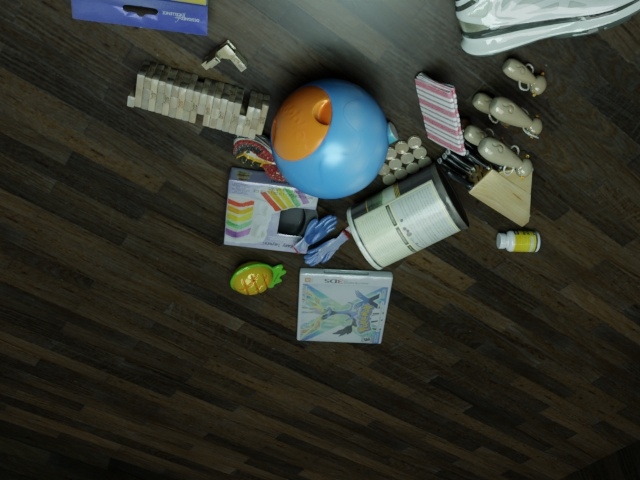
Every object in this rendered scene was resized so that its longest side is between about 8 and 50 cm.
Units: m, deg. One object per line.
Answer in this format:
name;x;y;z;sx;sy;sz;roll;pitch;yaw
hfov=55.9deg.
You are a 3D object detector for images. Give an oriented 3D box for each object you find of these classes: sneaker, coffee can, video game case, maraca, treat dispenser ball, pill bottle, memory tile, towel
sneaker;-0.135;-0.234;1.611;0.088;0.092;0.225;-36;138;27
coffee can;0.240;-0.065;1.664;0.275;0.201;0.201;-27;125;19
video game case;0.074;0.226;2.031;0.300;0.036;0.328;3;131;-2
maraca;-0.197;0.117;1.904;0.186;0.099;0.127;-2;139;-33
treat dispenser ball;0.022;-0.244;1.464;0.288;0.288;0.288;0;131;0
pill bottle;0.595;0.002;1.818;0.117;0.065;0.065;1;131;-1
memory tile;0.223;-0.221;1.664;0.148;0.012;0.113;-23;127;20
sneaker;0.497;-0.569;1.261;0.448;0.169;0.257;-14;131;15
towel;0.303;-0.314;1.506;0.029;0.144;0.197;-32;130;-11

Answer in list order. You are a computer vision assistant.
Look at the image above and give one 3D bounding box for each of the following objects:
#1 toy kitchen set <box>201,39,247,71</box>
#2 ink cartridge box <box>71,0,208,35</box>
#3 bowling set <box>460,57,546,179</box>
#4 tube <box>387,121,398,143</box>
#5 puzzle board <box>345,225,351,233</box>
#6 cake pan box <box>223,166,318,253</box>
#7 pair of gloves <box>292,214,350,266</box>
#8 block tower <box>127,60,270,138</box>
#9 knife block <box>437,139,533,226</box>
toy kitchen set;-0.234;-0.421;1.457;0.083;0.068;0.075;-29;125;23
ink cartridge box;-0.383;-0.584;1.249;0.304;0.072;0.307;5;126;-6
bowling set;0.450;-0.295;1.523;0.154;0.286;0.200;24;171;-21
tube;0.107;-0.251;1.620;0.207;0.052;0.080;-23;116;26
puzzle board;0.154;-0.027;1.830;0.128;0.011;0.096;35;122;-25
cake pan box;-0.140;-0.081;1.751;0.267;0.070;0.245;8;132;-8
pair of gloves;0.000;0.000;1.787;0.159;0.023;0.198;-38;144;2
block tower;-0.300;-0.350;1.505;0.336;0.091;0.097;12;129;-11
knife block;0.452;-0.156;1.669;0.242;0.088;0.275;-7;130;7
